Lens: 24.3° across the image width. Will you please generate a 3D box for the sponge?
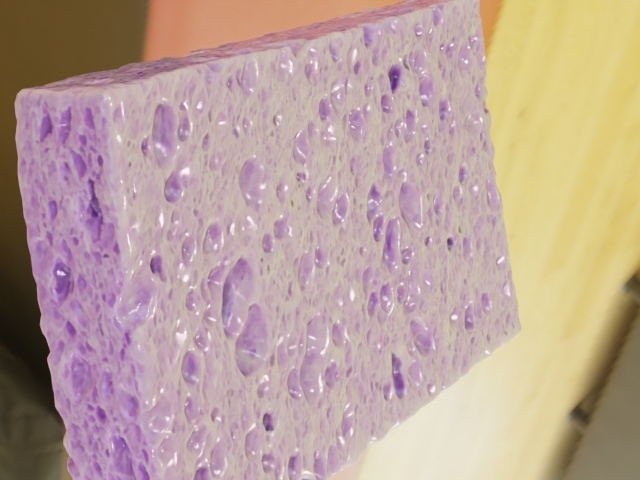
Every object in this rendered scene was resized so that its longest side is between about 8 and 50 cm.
[{"bbox_3d":[0.000,0.000,0.411,0.210,0.031,0.117,-26,112,-58],"label":"sponge"}]
